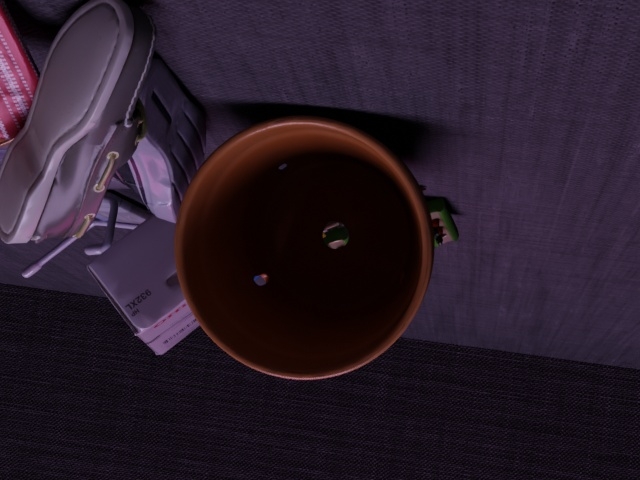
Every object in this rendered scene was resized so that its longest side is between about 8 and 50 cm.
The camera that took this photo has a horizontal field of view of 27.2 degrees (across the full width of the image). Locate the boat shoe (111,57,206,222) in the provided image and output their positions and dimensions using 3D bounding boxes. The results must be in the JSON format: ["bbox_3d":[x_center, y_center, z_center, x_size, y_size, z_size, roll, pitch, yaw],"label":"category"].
[{"bbox_3d":[-0.208,-0.123,1.463,0.119,0.121,0.335,14,160,10],"label":"boat shoe"}]

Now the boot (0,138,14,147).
[{"bbox_3d":[-0.443,-0.162,1.512,0.197,0.073,0.152,3,165,14],"label":"boot"}]

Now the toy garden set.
[{"bbox_3d":[0.055,-0.001,1.789,0.244,0.049,0.204,-17,154,10],"label":"toy garden set"}]

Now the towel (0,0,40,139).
[{"bbox_3d":[-0.408,-0.160,1.282,0.274,0.031,0.199,-6,143,8],"label":"towel"}]

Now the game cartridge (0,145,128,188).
[{"bbox_3d":[-0.390,-0.120,1.737,0.355,0.068,0.230,1,171,36],"label":"game cartridge"}]

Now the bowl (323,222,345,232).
[{"bbox_3d":[-0.033,-0.029,1.871,0.170,0.080,0.170,8,169,1],"label":"bowl"}]

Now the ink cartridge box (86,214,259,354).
[{"bbox_3d":[-0.203,0.042,1.953,0.129,0.223,0.307,51,173,7],"label":"ink cartridge box"}]

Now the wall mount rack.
[{"bbox_3d":[-0.410,-0.010,2.149,0.304,0.131,0.350,4,168,25],"label":"wall mount rack"}]

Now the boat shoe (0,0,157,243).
[{"bbox_3d":[-0.223,-0.110,1.265,0.091,0.109,0.305,3,138,-36],"label":"boat shoe"}]

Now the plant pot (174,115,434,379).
[{"bbox_3d":[0.000,0.000,1.538,0.290,0.291,0.203,6,-173,13],"label":"plant pot"}]
